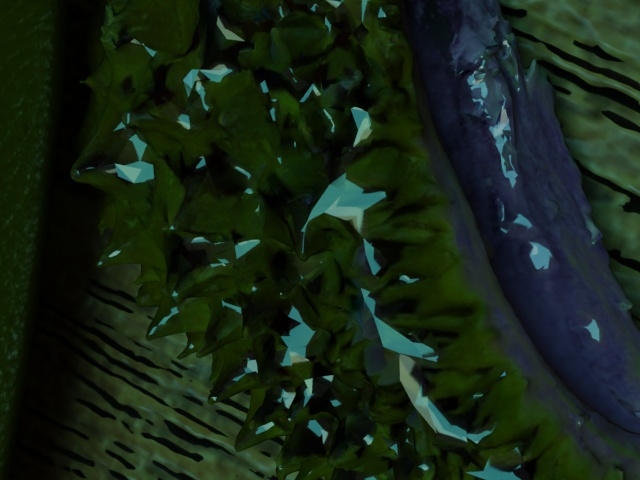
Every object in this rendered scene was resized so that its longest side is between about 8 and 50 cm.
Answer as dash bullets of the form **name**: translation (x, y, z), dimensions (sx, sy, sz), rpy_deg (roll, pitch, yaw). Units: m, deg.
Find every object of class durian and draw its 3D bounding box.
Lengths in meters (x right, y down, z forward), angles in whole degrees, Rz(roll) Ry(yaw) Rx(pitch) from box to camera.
- **durian**: translation (0.001, 0.001, 0.417), dimensions (0.191, 0.112, 0.341), rpy_deg (-23, 89, 18)

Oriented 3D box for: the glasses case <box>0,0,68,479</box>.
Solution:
- **glasses case**: translation (-0.187, 0.009, 0.450), dimensions (0.173, 0.141, 0.371), rpy_deg (22, 106, 38)
